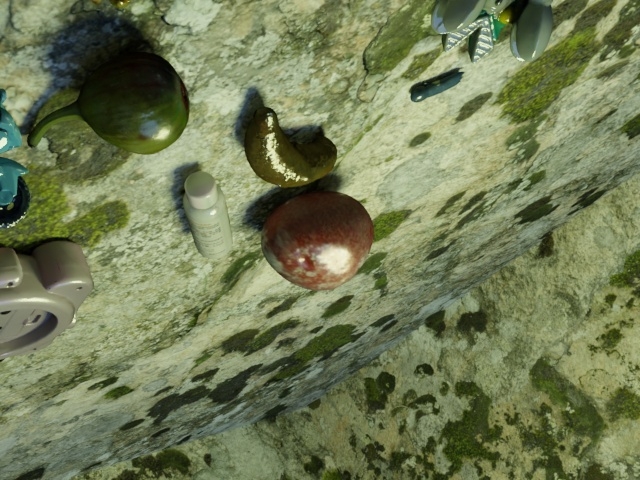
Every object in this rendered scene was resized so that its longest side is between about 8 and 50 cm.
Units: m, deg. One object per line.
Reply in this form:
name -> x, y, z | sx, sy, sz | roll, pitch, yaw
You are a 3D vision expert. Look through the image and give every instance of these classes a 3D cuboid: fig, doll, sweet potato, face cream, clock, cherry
fig -> -0.300, -0.176, 1.034 | 0.245, 0.149, 0.149 | -10, 162, 8
doll -> 0.269, -0.387, 1.181 | 0.195, 0.153, 0.258 | -1, 133, 4
sweet potato -> -0.060, -0.155, 1.375 | 0.124, 0.098, 0.310 | -55, 152, 10
face cream -> -0.216, -0.048, 1.457 | 0.082, 0.082, 0.269 | -23, 160, -12
clock -> -0.596, 0.122, 1.347 | 0.322, 0.113, 0.295 | -4, 149, -45
cherry -> 0.000, 0.000, 1.668 | 0.285, 0.213, 0.236 | 11, 116, -33
doll -> 0.230, -0.303, 1.488 | 0.125, 0.027, 0.037 | -26, 161, -14

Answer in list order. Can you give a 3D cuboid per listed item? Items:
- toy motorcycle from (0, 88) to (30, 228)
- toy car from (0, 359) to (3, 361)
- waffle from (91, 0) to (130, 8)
toy motorcycle -> -0.462, -0.116, 0.870 | 0.272, 0.182, 0.123 | 9, 170, -42
toy car -> -0.720, 0.228, 1.516 | 0.103, 0.063, 0.216 | -35, 164, 22
waffle -> -0.201, -0.348, 0.798 | 0.238, 0.059, 0.243 | -37, 161, 16
